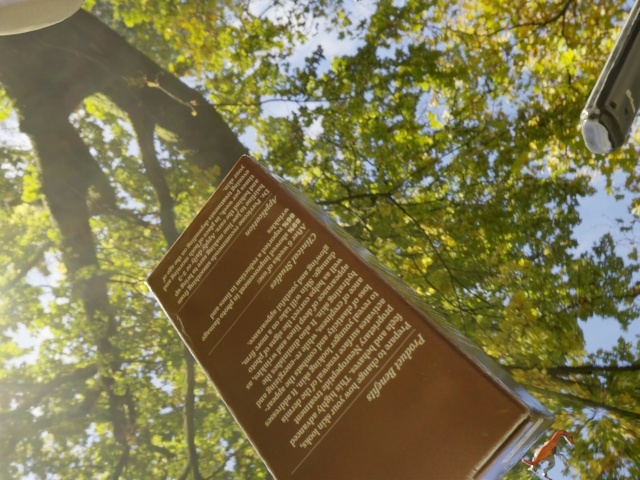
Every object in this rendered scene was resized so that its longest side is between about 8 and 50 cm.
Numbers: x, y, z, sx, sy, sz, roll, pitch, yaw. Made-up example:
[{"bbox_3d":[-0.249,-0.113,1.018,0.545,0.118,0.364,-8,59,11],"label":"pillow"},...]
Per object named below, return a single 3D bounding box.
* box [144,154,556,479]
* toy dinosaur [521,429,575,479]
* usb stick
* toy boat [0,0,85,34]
[{"bbox_3d":[0.005,0.099,0.527,0.191,0.143,0.381,-50,-127,7],"label":"box"},{"bbox_3d":[0.349,0.317,0.804,0.047,0.090,0.082,15,-115,44],"label":"toy dinosaur"},{"bbox_3d":[0.374,-0.226,0.627,0.045,0.077,0.278,17,-111,42],"label":"usb stick"},{"bbox_3d":[-0.297,-0.302,0.482,0.151,0.151,0.231,56,-40,4],"label":"toy boat"}]
